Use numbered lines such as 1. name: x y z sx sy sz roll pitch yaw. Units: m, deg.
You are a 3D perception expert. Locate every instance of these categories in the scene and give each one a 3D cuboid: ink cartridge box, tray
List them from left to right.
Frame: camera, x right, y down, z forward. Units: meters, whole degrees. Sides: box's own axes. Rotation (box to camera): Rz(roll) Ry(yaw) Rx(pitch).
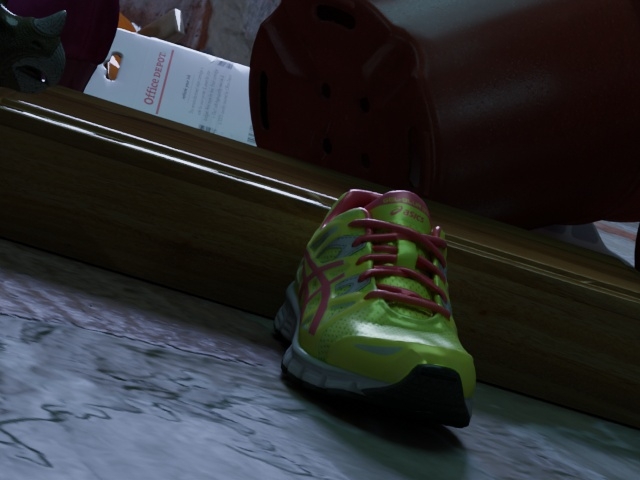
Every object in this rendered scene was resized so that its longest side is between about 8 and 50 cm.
1. ink cartridge box: -0.095 -0.090 1.424 0.180 0.060 0.104 17 40 -7
2. tray: 0.000 0.000 1.087 0.411 0.076 0.203 16 7 -4

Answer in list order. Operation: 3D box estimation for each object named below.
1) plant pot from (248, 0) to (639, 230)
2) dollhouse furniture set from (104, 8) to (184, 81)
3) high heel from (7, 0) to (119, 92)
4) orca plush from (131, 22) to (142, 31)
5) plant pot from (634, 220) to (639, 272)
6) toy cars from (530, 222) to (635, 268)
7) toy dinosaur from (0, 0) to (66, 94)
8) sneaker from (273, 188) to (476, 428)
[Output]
1. plant pot: 0.109 -0.110 1.343 0.265 0.272 0.272 -19 29 -35
2. dollhouse furniture set: -0.214 -0.252 1.537 0.262 0.135 0.259 43 22 -33
3. high heel: -0.281 -0.184 1.375 0.377 0.181 0.127 23 9 37
4. orca plush: -0.217 -0.144 1.773 0.287 0.102 0.151 25 -41 -20
5. plant pot: 0.338 0.020 1.281 0.191 0.191 0.174 14 10 -23
6. toy cars: 0.079 -0.042 1.541 0.394 0.087 0.176 19 7 8
7. toy dinosaur: -0.283 -0.108 0.873 0.314 0.160 0.121 15 7 -24
8. sneaker: 0.027 0.023 0.880 0.081 0.094 0.208 17 8 -17
